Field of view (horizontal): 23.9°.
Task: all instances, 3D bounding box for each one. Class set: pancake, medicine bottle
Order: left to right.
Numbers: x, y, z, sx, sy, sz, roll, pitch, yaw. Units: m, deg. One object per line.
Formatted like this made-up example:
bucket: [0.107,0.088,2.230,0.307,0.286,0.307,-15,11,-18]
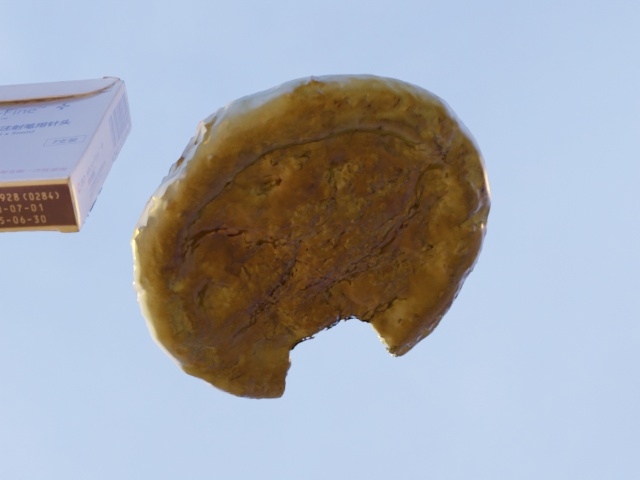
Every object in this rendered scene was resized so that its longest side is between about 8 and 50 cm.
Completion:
medicine bottle: [-0.251,-0.058,1.102,0.201,0.171,0.052,-2,-60,11]
pancake: [0.000,0.000,0.949,0.254,0.037,0.253,-15,-49,-18]
